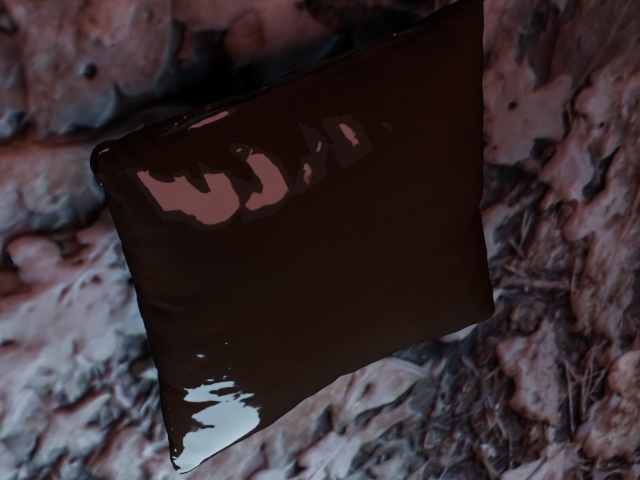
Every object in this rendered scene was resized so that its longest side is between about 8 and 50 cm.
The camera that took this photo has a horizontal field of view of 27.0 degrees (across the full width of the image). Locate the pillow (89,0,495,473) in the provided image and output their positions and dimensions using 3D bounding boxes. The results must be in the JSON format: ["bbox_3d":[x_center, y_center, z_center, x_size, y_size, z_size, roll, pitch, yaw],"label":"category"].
[{"bbox_3d":[0.000,0.000,0.982,0.307,0.108,0.305,-26,133,-20],"label":"pillow"}]
